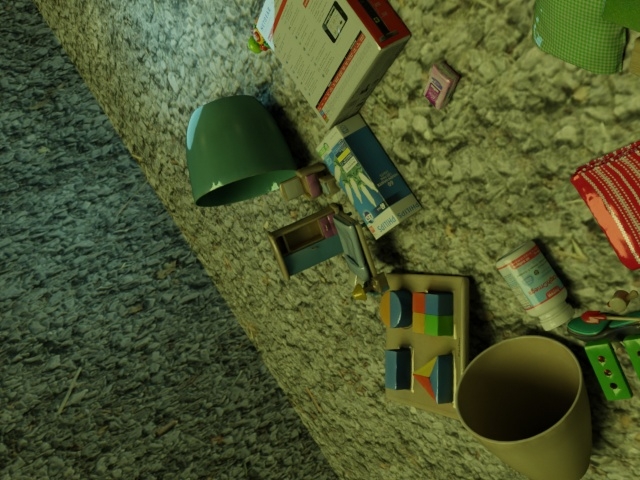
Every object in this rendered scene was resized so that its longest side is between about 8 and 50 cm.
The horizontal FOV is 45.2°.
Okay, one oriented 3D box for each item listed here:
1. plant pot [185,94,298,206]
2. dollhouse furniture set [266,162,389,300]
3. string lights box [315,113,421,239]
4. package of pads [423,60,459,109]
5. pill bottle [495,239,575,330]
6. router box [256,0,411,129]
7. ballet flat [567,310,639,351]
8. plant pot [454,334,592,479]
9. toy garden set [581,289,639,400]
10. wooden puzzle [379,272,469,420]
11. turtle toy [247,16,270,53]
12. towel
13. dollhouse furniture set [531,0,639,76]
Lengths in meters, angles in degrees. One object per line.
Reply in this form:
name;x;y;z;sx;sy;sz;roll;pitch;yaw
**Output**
plant pot;-0.228;-0.246;2.050;0.293;0.293;0.235;-32;74;65
dollhouse furniture set;0.000;0.000;1.900;0.303;0.198;0.287;42;154;64
string lights box;0.109;-0.145;1.765;0.260;0.076;0.133;57;154;4
package of pads;0.225;-0.291;1.440;0.050;0.032;0.083;52;154;21
pill bottle;0.409;0.086;1.457;0.160;0.087;0.087;56;155;4
router box;0.013;-0.440;1.607;0.301;0.082;0.335;56;155;6
ballet flat;0.523;0.166;1.362;0.074;0.074;0.203;60;153;-3
plant pot;0.448;0.380;1.571;0.256;0.256;0.274;20;151;53
toy garden set;0.547;0.147;1.236;0.244;0.049;0.204;-18;102;41
wooden puzzle;0.229;0.241;1.816;0.348;0.080;0.322;-1;89;64
turtle toy;-0.133;-0.490;1.837;0.095;0.066;0.130;59;155;-1
towel;0.518;-0.060;1.162;0.199;0.031;0.275;58;155;-1
dollhouse furniture set;0.369;-0.288;1.036;0.301;0.151;0.198;38;148;38
